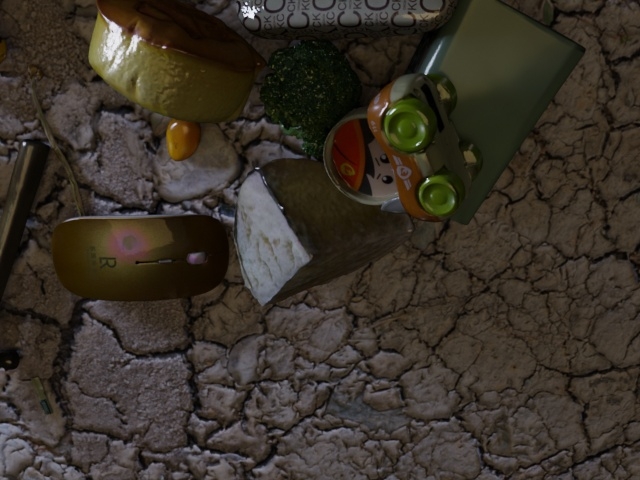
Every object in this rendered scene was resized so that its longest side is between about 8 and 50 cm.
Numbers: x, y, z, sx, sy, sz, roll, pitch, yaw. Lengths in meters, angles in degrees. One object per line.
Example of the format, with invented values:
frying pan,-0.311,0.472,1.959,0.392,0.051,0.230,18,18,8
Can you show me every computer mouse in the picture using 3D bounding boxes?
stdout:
computer mouse,-0.317,0.026,1.423,0.310,0.072,0.158,-1,112,-7

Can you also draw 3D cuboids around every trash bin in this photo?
trash bin,0.236,-0.223,1.324,0.223,0.158,0.343,26,107,-11

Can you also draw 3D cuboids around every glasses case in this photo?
glasses case,0.037,-0.385,1.242,0.354,0.085,0.137,2,81,17

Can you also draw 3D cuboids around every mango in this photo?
mango,-0.237,-0.175,1.380,0.060,0.046,0.089,22,119,-8

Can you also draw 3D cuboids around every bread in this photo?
bread,-0.220,-0.283,1.227,0.269,0.270,0.148,21,111,-9

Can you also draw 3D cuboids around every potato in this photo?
potato,-0.008,-0.031,1.418,0.264,0.211,0.189,-15,70,-31

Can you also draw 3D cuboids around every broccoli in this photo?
broccoli,-0.015,-0.238,1.314,0.195,0.195,0.156,29,140,-12

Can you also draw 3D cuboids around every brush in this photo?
brush,-0.537,0.301,1.547,0.016,0.013,0.084,-13,108,4

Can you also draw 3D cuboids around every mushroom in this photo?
mushroom,-0.454,-0.162,1.388,0.026,0.028,0.286,-28,116,-38

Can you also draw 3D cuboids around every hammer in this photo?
hammer,-0.559,0.033,1.415,0.168,0.044,0.440,10,105,-47

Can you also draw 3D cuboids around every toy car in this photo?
toy car,0.114,-0.127,1.233,0.235,0.145,0.235,13,124,20

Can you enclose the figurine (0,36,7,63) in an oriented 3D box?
figurine,-0.624,-0.376,1.211,0.320,0.196,0.323,32,115,-6
